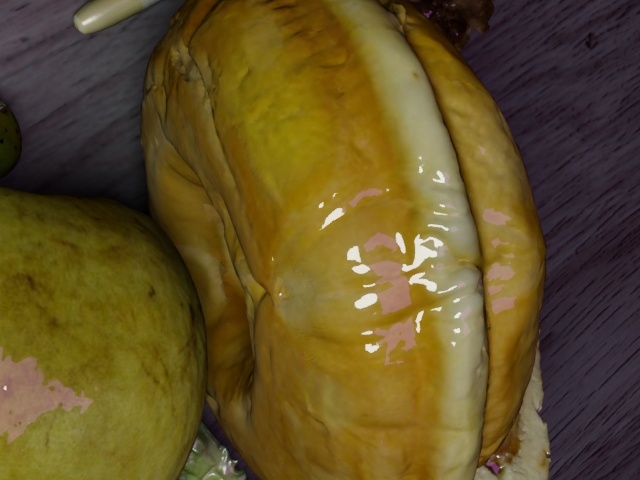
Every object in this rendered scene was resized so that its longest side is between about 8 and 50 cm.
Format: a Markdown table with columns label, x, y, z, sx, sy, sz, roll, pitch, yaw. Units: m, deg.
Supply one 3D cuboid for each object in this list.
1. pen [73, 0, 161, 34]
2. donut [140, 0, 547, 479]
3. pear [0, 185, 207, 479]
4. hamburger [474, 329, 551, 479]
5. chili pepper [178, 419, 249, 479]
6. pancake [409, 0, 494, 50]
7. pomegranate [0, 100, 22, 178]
| label | x | y | z | sx | sy | sz | roll | pitch | yaw |
| --- | --- | --- | --- | --- | --- | --- | --- | --- | --- |
| pen | -0.104 | -0.231 | 1.050 | 0.233 | 0.040 | 0.032 | -32 | 119 | -20 |
| donut | 0.000 | 0.000 | 0.937 | 0.198 | 0.449 | 0.449 | -14 | 111 | -19 |
| pear | -0.235 | 0.100 | 0.881 | 0.304 | 0.304 | 0.304 | -11 | 109 | -33 |
| hamburger | 0.088 | 0.116 | 1.187 | 0.162 | 0.209 | 0.330 | 6 | 63 | -28 |
| chili pepper | -0.135 | 0.240 | 1.121 | 0.148 | 0.116 | 0.264 | -55 | 128 | -25 |
| pancake | 0.097 | -0.293 | 1.163 | 0.212 | 0.056 | 0.257 | 17 | 87 | -43 |
| pomegranate | -0.261 | -0.068 | 0.960 | 0.073 | 0.073 | 0.085 | -10 | 126 | -34 |
